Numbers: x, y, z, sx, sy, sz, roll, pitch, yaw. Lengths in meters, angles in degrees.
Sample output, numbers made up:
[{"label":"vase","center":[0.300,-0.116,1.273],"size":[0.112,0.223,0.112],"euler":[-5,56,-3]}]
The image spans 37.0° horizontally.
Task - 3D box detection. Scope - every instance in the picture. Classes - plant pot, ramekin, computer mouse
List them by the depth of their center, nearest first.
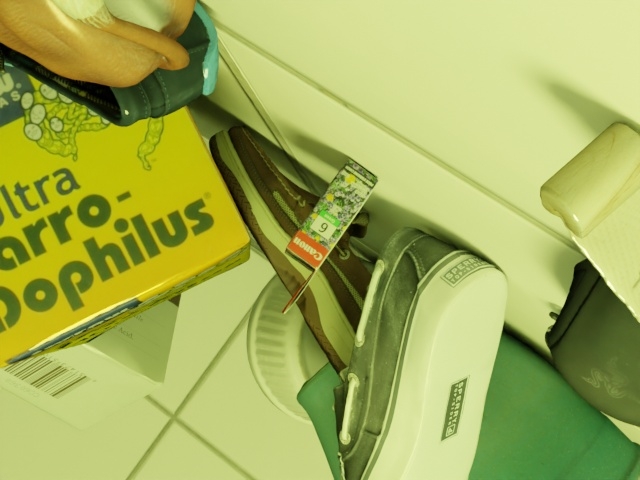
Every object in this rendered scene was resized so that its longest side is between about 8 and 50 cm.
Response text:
[{"label":"computer mouse","center":[0.204,0.098,0.547],"size":[0.184,0.060,0.262],"euler":[35,175,15]},{"label":"plant pot","center":[0.123,0.189,0.925],"size":[0.255,0.272,0.271],"euler":[50,177,9]},{"label":"ramekin","center":[0.030,0.116,1.092],"size":[0.207,0.207,0.109],"euler":[38,165,-18]}]

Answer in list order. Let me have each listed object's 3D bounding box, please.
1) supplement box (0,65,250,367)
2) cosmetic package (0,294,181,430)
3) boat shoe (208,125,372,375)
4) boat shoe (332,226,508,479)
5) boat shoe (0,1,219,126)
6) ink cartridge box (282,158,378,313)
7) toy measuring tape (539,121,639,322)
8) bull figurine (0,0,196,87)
[{"label":"supplement box","center":[-0.183,-0.032,0.800],"size":[0.195,0.194,0.356],"euler":[63,175,1]},{"label":"cosmetic package","center":[-0.280,0.000,1.137],"size":[0.217,0.156,0.385],"euler":[37,-142,-32]},{"label":"boat shoe","center":[0.000,0.001,0.840],"size":[0.257,0.095,0.095],"euler":[59,175,3]},{"label":"boat shoe","center":[0.057,0.134,0.751],"size":[0.108,0.301,0.102],"euler":[-15,-145,-38]},{"label":"boat shoe","center":[-0.180,-0.148,0.566],"size":[0.258,0.089,0.109],"euler":[24,138,26]},{"label":"ink cartridge box","center":[-0.004,-0.001,0.691],"size":[0.029,0.115,0.063],"euler":[36,175,0]},{"label":"toy measuring tape","center":[0.199,0.095,0.349],"size":[0.330,0.121,0.121],"euler":[49,170,-25]},{"label":"bull figurine","center":[-0.188,-0.172,0.400],"size":[0.310,0.101,0.188],"euler":[28,170,2]}]
